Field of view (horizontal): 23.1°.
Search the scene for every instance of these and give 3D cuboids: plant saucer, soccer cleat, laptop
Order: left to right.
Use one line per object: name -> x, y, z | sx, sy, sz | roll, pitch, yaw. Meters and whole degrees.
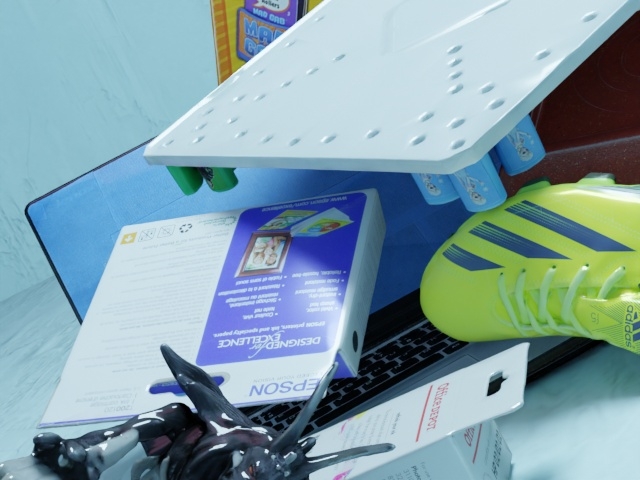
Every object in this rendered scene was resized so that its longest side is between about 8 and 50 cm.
laptop -> 0.000, 0.000, 1.155 | 0.382, 0.236, 0.408 | -29, 8, -6
soccer cleat -> 0.172, 0.023, 0.907 | 0.289, 0.093, 0.121 | -14, 42, 35
plant saucer -> 0.249, -0.122, 1.096 | 0.259, 0.047, 0.258 | -9, 38, 27

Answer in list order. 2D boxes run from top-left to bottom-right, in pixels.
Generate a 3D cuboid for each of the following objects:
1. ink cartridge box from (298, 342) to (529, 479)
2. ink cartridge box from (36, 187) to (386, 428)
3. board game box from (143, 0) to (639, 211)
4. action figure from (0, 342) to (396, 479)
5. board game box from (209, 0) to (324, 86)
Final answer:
ink cartridge box -> 0.040, 0.129, 0.835 | 0.181, 0.061, 0.104 | -26, 9, 15
ink cartridge box -> -0.068, 0.056, 1.068 | 0.206, 0.045, 0.208 | -8, 37, 20
board game box -> 0.108, -0.156, 1.151 | 0.390, 0.050, 0.390 | -43, 25, -25
action figure -> -0.095, 0.164, 0.742 | 0.276, 0.164, 0.141 | -37, 1, 13
board game box -> 0.082, -0.258, 1.577 | 0.357, 0.356, 0.356 | -5, 3, 4
